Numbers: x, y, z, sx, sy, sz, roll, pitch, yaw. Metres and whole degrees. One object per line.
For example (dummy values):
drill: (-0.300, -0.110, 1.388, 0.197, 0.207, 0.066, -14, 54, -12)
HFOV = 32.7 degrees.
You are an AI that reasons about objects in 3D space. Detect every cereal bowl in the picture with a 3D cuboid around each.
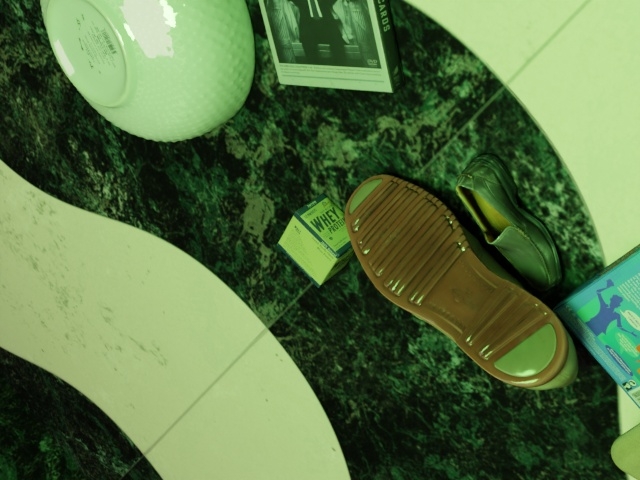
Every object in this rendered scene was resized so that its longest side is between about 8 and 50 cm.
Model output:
cereal bowl: (-0.252, -0.275, 1.416, 0.339, 0.141, 0.339, 28, 136, 31)

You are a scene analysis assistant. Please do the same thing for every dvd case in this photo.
dvd case: (-0.003, -0.287, 1.233, 0.179, 0.029, 0.239, 11, 127, 41)

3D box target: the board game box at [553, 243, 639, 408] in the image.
board game box: (0.362, 0.079, 1.121, 0.160, 0.047, 0.210, 50, 143, 5)

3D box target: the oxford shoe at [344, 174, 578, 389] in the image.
oxford shoe: (0.157, 0.056, 1.265, 0.348, 0.123, 0.130, 49, -172, 33)

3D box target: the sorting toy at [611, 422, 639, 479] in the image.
sorting toy: (0.464, 0.227, 1.100, 0.229, 0.041, 0.307, 35, 142, 0)

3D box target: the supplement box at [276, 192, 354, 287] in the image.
supplement box: (0.000, 0.000, 1.434, 0.083, 0.056, 0.083, 45, 142, 11)

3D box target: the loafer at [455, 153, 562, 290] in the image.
loafer: (0.204, -0.010, 1.207, 0.170, 0.061, 0.062, 54, 142, -3)
